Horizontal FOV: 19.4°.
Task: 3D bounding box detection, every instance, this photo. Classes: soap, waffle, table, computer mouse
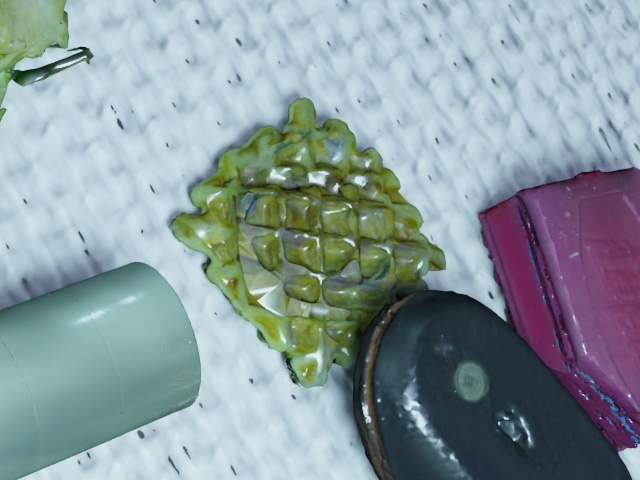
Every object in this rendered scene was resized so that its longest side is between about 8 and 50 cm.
[{"bbox_3d":[0.257,0.066,1.713,0.162,0.099,0.250,-13,82,-38],"label":"soap"},{"bbox_3d":[0.002,-0.001,1.616,0.223,0.054,0.204,50,59,-6],"label":"waffle"},{"bbox_3d":[-0.214,0.108,1.426,0.220,0.126,0.126,-21,86,-31],"label":"table"},{"bbox_3d":[0.143,0.181,1.604,0.323,0.116,0.183,49,58,-16],"label":"computer mouse"}]

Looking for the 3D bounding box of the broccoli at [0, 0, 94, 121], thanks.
[{"bbox_3d":[-0.313,-0.145,1.368,0.304,0.283,0.321,-1,83,-61],"label":"broccoli"}]
